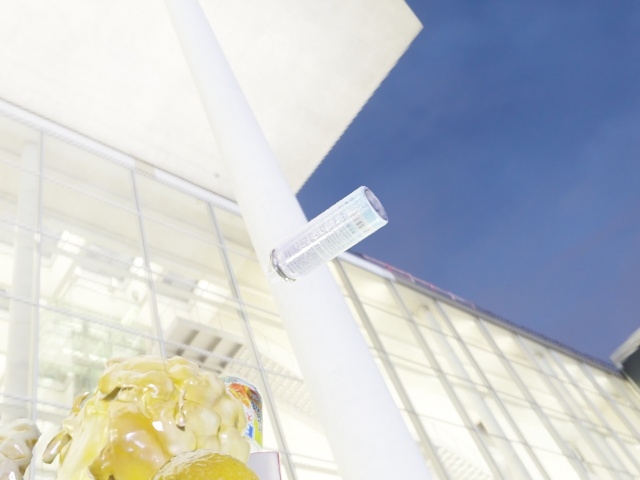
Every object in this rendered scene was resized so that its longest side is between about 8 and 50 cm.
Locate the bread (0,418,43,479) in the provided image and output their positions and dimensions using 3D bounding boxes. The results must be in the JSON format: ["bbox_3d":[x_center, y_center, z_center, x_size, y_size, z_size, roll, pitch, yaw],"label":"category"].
[{"bbox_3d":[-0.481,0.352,1.002,0.088,0.232,0.128,33,-81,-18],"label":"bread"}]

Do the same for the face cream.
[{"bbox_3d":[0.000,0.000,1.145,0.229,0.075,0.075,-33,-49,18],"label":"face cream"}]

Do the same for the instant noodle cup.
[{"bbox_3d":[-0.200,0.367,1.328,0.205,0.153,0.204,0,-52,0],"label":"instant noodle cup"}]

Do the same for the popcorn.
[{"bbox_3d":[-0.167,0.226,0.631,0.190,0.250,0.250,27,-65,-7],"label":"popcorn"}]

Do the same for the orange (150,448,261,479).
[{"bbox_3d":[-0.077,0.179,0.428,0.095,0.085,0.085,-51,-40,-31],"label":"orange"}]

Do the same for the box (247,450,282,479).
[{"bbox_3d":[-0.194,0.510,0.927,0.300,0.312,0.314,0,-48,-11],"label":"box"}]
